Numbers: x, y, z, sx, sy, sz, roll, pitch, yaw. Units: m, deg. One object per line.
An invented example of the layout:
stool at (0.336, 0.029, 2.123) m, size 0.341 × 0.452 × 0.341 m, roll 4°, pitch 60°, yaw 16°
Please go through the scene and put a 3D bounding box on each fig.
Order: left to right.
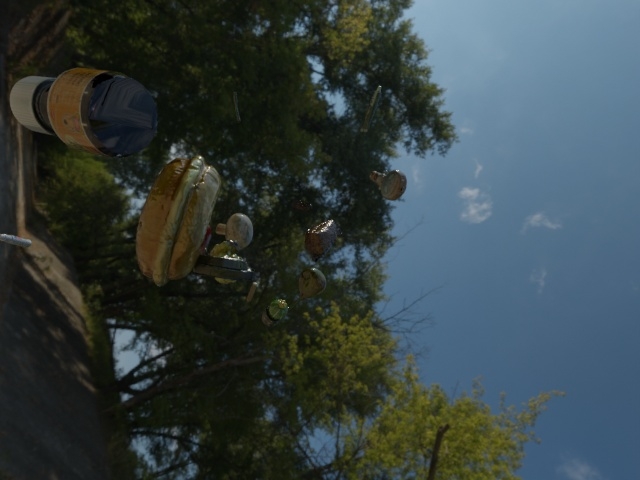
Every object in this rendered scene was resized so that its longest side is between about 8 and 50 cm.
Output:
fig at (-0.072, 0.267, 2.082) m, size 0.151 × 0.151 × 0.259 m, roll 6°, pitch -117°, yaw 57°

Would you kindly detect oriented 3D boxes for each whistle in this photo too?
whistle at (0.242, -0.205, 1.440) m, size 0.220 × 0.057 × 0.107 m, roll 43°, pitch -65°, yaw 59°

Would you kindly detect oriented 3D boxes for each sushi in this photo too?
sushi at (0.000, -0.001, 1.898) m, size 0.149 × 0.287 × 0.140 m, roll -15°, pitch -75°, yaw 24°

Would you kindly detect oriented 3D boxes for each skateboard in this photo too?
skateboard at (-0.116, -0.203, 2.294) m, size 0.151 × 0.080 × 0.067 m, roll 9°, pitch -108°, yaw 41°

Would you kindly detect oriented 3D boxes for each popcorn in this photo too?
popcorn at (-0.430, 0.099, 1.823) m, size 0.173 × 0.168 × 0.195 m, roll -22°, pitch -91°, yaw 30°

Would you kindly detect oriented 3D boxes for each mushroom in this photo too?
mushroom at (-0.488, -0.053, 2.258) m, size 0.215 × 0.207 × 0.208 m, roll 7°, pitch -78°, yaw 17°

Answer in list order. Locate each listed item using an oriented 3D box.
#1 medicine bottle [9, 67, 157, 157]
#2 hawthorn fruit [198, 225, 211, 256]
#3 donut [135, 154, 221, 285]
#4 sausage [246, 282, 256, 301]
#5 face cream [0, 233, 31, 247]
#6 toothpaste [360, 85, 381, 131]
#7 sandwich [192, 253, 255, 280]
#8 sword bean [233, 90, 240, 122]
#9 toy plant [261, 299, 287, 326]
medicine bottle at (-0.701, -0.379, 1.190) m, size 0.394 × 0.242 × 0.243 m, roll 12°, pitch -75°, yaw 25°
hawthorn fruit at (-0.678, -0.028, 2.122) m, size 0.230 × 0.210 × 0.266 m, roll -61°, pitch -165°, yaw -24°
donut at (-0.466, -0.069, 1.328) m, size 0.449 × 0.198 × 0.449 m, roll -163°, pitch -90°, yaw -76°
sausage at (-0.328, 0.249, 1.920) m, size 0.024 × 0.024 × 0.132 m, roll 59°, pitch -41°, yaw 36°
face cream at (-1.184, -0.001, 1.556) m, size 0.130 × 0.034 × 0.034 m, roll 53°, pitch 23°, yaw -75°
toothpaste at (0.221, -0.569, 1.745) m, size 0.049 × 0.031 × 0.204 m, roll 29°, pitch -79°, yaw 53°
sandwich at (-0.366, 0.100, 1.559) m, size 0.159 × 0.234 × 0.079 m, roll -166°, pitch -92°, yaw -73°
sword bean at (-0.224, -0.357, 1.077) m, size 0.012 × 0.012 × 0.084 m, roll -9°, pitch -90°, yaw 57°
toy plant at (-0.207, 0.328, 1.847) m, size 0.162 × 0.092 × 0.093 m, roll -48°, pitch -127°, yaw 41°
